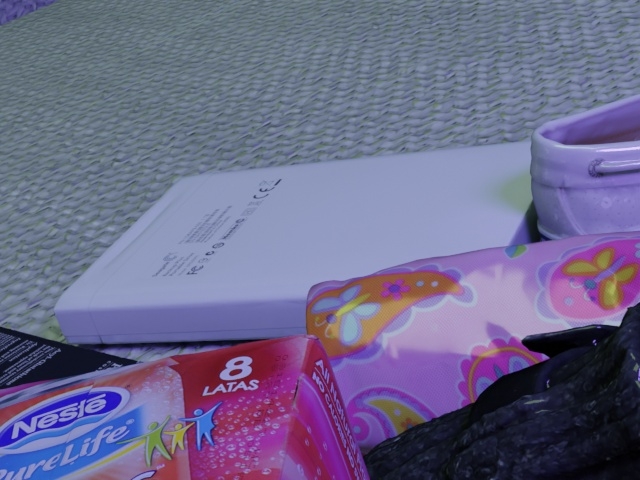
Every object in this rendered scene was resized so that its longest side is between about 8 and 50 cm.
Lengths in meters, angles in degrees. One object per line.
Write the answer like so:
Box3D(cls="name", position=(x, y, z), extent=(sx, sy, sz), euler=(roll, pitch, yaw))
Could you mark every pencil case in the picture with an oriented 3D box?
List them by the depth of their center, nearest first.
Box3D(cls="pencil case", position=(0.132, 0.057, 0.706), extent=(0.284, 0.124, 0.124), euler=(-11, 25, 11))

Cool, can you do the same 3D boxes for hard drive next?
Box3D(cls="hard drive", position=(0.000, 0.000, 0.993), extent=(0.353, 0.047, 0.233), euler=(-5, 27, 27))

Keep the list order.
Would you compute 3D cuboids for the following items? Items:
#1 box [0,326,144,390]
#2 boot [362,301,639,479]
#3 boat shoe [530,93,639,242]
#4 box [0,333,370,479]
Box3D(cls="box", position=(-0.235, 0.162, 0.732), extent=(0.184, 0.103, 0.261), euler=(5, 31, 46))
Box3D(cls="boot", position=(0.199, 0.094, 0.552), extent=(0.260, 0.348, 0.131), euler=(-46, 42, 38))
Box3D(cls="boat shoe", position=(0.309, -0.105, 0.880), extent=(0.367, 0.157, 0.136), euler=(-19, 24, -3))
Box3D(cls="box", position=(-0.027, 0.172, 0.382), extent=(0.122, 0.257, 0.128), euler=(-12, 24, 14))
